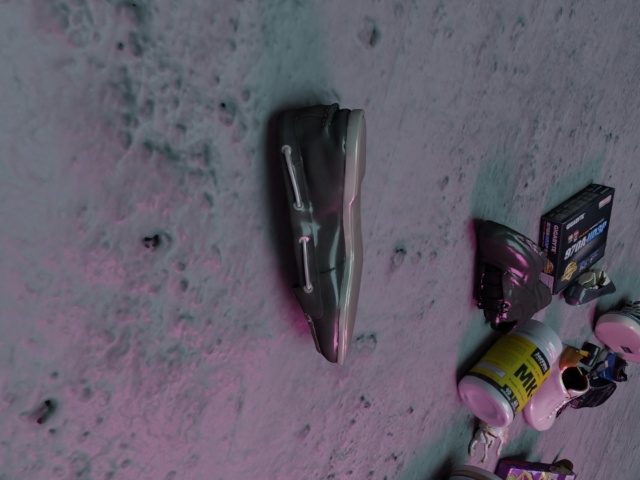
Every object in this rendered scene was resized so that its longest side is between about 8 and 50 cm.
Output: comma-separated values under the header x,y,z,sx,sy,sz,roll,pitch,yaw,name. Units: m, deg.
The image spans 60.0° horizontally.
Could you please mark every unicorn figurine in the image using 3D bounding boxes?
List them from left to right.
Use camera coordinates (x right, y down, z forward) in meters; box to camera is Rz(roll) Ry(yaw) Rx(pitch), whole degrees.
x,y,z,sx,sy,sz,roll,pitch,yaw,name
0.370,0.430,1.217,0.162,0.060,0.111,-19,120,-55,unicorn figurine

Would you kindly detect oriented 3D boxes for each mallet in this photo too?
x,y,z,sx,sy,sz,roll,pitch,yaw,name
0.677,0.302,1.463,0.189,0.039,0.062,9,103,-40,mallet

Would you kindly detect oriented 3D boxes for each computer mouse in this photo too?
x,y,z,sx,sy,sz,roll,pitch,yaw,name
0.738,0.387,1.525,0.262,0.060,0.184,0,122,-34,computer mouse

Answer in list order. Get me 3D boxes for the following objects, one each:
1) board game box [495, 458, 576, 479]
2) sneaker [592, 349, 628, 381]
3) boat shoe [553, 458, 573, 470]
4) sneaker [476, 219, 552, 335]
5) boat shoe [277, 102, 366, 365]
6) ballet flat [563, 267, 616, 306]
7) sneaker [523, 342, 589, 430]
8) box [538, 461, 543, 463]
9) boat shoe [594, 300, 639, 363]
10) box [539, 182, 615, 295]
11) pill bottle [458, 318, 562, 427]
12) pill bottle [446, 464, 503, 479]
x,y,z,sx,sy,sz,roll,pitch,yaw,name
0.497,0.724,1.402,0.208,0.056,0.347,13,100,-22,board game box
0.844,0.407,1.623,0.058,0.084,0.152,8,102,-45,sneaker
0.687,0.710,1.632,0.152,0.056,0.049,-43,137,-9,boat shoe
0.336,0.079,1.000,0.130,0.109,0.286,-46,131,-11,sneaker
0.000,0.000,0.673,0.112,0.095,0.335,-62,156,-60,boat shoe
0.655,0.105,1.332,0.203,0.074,0.074,-10,114,-38,ballet flat
0.562,0.366,1.317,0.106,0.123,0.290,-33,129,-31,sneaker
0.555,0.706,1.514,0.145,0.038,0.186,11,99,-45,box
0.870,0.226,1.564,0.340,0.127,0.158,40,65,-47,boat shoe
0.548,-0.005,1.195,0.220,0.051,0.175,-26,123,-33,box
0.382,0.257,1.104,0.208,0.119,0.119,-38,130,-26,pill bottle
0.277,0.594,1.084,0.265,0.153,0.153,-47,135,-38,pill bottle
